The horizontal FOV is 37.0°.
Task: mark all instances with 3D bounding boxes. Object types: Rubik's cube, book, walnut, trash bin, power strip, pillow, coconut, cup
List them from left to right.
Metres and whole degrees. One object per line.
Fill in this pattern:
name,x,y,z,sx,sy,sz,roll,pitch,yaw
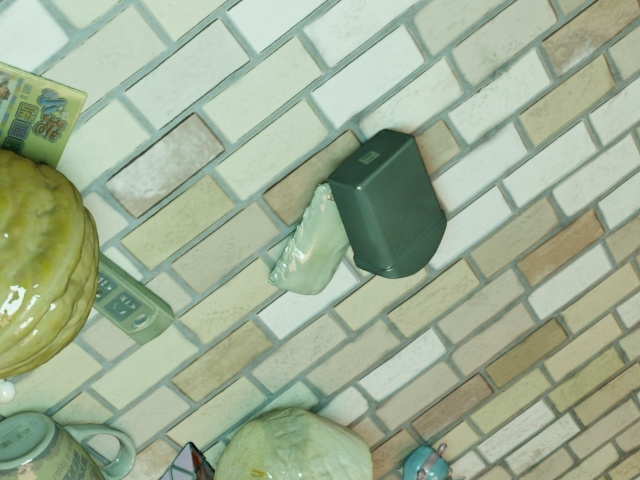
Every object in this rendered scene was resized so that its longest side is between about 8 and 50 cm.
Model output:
walnut,-0.454,0.030,1.342,0.332,0.333,0.333,-11,125,-16
book,-0.461,-0.174,1.397,0.192,0.013,0.168,17,113,-32
cup,-0.456,0.417,1.680,0.301,0.227,0.257,-36,130,-36
power strip,-0.354,0.076,1.587,0.080,0.048,0.286,-40,126,4
Rubik's cube,-0.294,0.499,1.893,0.178,0.211,0.191,-15,95,11
coconut,-0.037,0.480,1.845,0.328,0.329,0.329,-11,125,-16
pillow,0.000,0.000,1.685,0.128,0.051,0.229,8,120,-39
trash bin,0.120,-0.051,1.644,0.176,0.101,0.236,-41,128,-25

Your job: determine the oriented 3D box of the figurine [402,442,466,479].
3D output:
figurine,0.217,0.570,2.110,0.205,0.103,0.260,-33,137,-33

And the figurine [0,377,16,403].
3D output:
figurine,-0.554,0.202,1.528,0.133,0.200,0.276,-27,147,-62
